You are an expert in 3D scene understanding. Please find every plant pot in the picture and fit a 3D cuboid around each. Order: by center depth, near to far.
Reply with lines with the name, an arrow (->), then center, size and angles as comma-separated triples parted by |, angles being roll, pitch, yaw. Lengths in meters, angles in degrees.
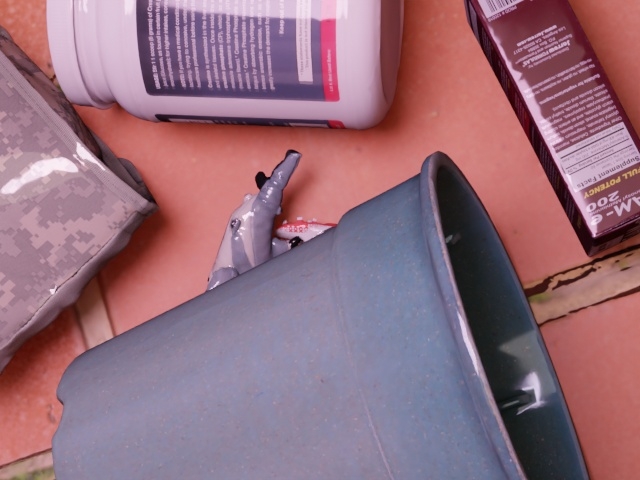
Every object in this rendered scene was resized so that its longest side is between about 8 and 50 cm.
plant pot -> 0.000, 0.148, 1.043 | 0.334, 0.341, 0.341 | -21, 80, 15

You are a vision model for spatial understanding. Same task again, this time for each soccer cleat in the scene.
soccer cleat -> 0.000, 0.000, 1.197 | 0.083, 0.029, 0.036 | 2, 77, 5

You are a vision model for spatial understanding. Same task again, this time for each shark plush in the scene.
shark plush -> -0.050, -0.002, 1.189 | 0.067, 0.073, 0.161 | 19, 91, -5

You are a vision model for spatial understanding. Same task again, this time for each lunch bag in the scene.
lunch bag -> -0.303, -0.039, 1.184 | 0.235, 0.169, 0.287 | -43, 73, 2

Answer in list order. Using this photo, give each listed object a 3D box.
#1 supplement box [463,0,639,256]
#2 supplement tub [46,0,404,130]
supplement box -> 0.200, -0.113, 1.126 | 0.073, 0.130, 0.239 | -26, 80, 5
supplement tub -> -0.073, -0.192, 1.152 | 0.272, 0.191, 0.191 | 3, 83, 10
